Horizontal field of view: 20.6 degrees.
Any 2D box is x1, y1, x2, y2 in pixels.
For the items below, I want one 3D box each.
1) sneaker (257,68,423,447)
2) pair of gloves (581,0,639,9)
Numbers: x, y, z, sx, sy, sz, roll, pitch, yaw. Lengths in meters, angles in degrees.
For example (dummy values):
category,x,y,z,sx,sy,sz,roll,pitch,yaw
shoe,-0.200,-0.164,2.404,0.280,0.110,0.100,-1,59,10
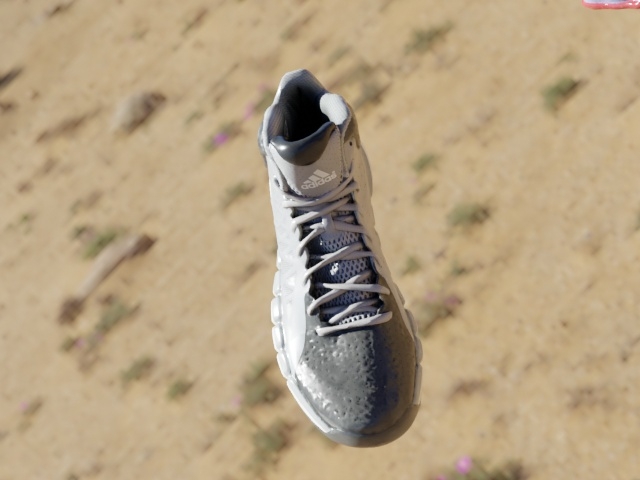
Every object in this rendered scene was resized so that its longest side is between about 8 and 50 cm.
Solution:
category,x,y,z,sx,sy,sz,roll,pitch,yaw
sneaker,0.000,0.000,1.028,0.086,0.132,0.228,-14,60,1
pair of gloves,0.164,-0.169,0.831,0.198,0.159,0.023,9,51,45
